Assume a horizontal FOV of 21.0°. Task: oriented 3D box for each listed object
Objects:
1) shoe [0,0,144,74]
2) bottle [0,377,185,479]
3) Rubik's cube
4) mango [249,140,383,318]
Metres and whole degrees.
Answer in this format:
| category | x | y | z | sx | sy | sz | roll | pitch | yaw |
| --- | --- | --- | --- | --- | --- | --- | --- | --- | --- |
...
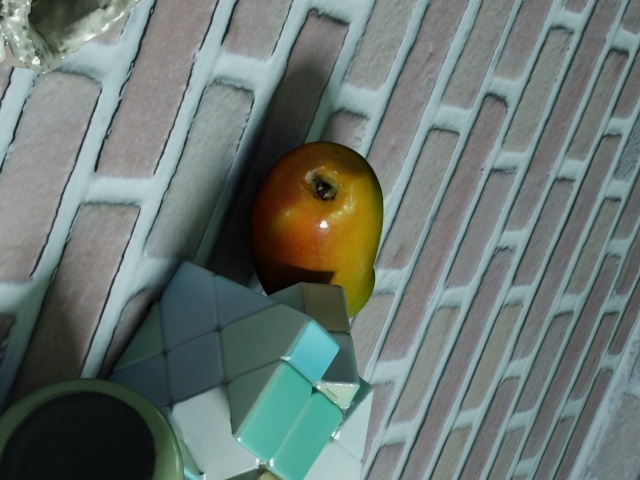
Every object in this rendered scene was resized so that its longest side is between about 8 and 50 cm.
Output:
| category | x | y | z | sx | sy | sz | roll | pitch | yaw |
| --- | --- | --- | --- | --- | --- | --- | --- | --- | --- |
| shoe | -0.163 | -0.227 | 1.122 | 0.351 | 0.198 | 0.172 | -48 | 152 | -30 |
| bottle | -0.196 | 0.259 | 1.516 | 0.168 | 0.168 | 0.347 | -52 | 164 | -24 |
| Rubik's cube | -0.066 | 0.150 | 1.655 | 0.265 | 0.224 | 0.213 | -57 | 139 | -10 |
| mango | -0.002 | 0.003 | 1.736 | 0.289 | 0.129 | 0.146 | 86 | 25 | -54 |
